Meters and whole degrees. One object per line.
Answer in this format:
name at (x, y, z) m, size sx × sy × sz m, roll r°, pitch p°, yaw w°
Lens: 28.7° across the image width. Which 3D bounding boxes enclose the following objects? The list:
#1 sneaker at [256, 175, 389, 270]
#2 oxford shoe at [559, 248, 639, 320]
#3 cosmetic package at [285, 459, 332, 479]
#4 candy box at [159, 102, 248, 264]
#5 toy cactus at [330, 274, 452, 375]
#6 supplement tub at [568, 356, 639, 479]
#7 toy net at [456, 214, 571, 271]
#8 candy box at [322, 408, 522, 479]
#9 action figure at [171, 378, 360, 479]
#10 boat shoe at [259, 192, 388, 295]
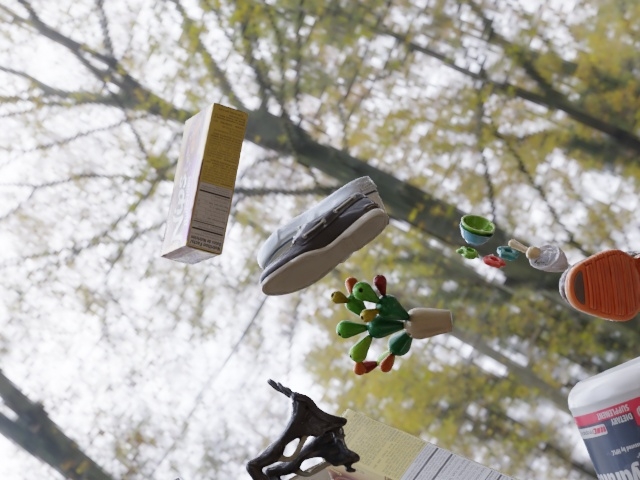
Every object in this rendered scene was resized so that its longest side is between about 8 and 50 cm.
sneaker at (0.000, 0.000, 1.935) m, size 0.094 × 0.091 × 0.258 m, roll -16°, pitch -15°, yaw -49°
oxford shoe at (0.526, 0.082, 2.311) m, size 0.363 × 0.132 × 0.130 m, roll -2°, pitch -92°, yaw -48°
cosmetic package at (-0.014, 0.481, 2.274) m, size 0.153 × 0.129 × 0.296 m, roll -27°, pitch -8°, yaw -3°
candy box at (-0.148, -0.069, 1.579) m, size 0.053 × 0.109 × 0.187 m, roll 16°, pitch -104°, yaw -22°
toy cactus at (0.115, 0.129, 1.954) m, size 0.112 × 0.180 × 0.219 m, roll -82°, pitch -17°, yaw -50°
supplement tub at (0.406, 0.257, 1.378) m, size 0.191 × 0.272 × 0.191 m, roll -21°, pitch -8°, yaw -3°
toy net at (0.374, 0.017, 2.372) m, size 0.122 × 0.232 × 0.045 m, roll -76°, pitch 0°, yaw -64°
candy box at (0.159, 0.370, 1.766) m, size 0.087 × 0.316 × 0.183 m, roll -49°, pitch -44°, yaw -28°
action figure at (-0.074, 0.281, 1.224) m, size 0.276 × 0.140 × 0.164 m, roll -61°, pitch -27°, yaw -11°
boat shoe at (-0.005, 0.004, 1.763) m, size 0.206 × 0.065 × 0.075 m, roll -33°, pitch -32°, yaw -7°
